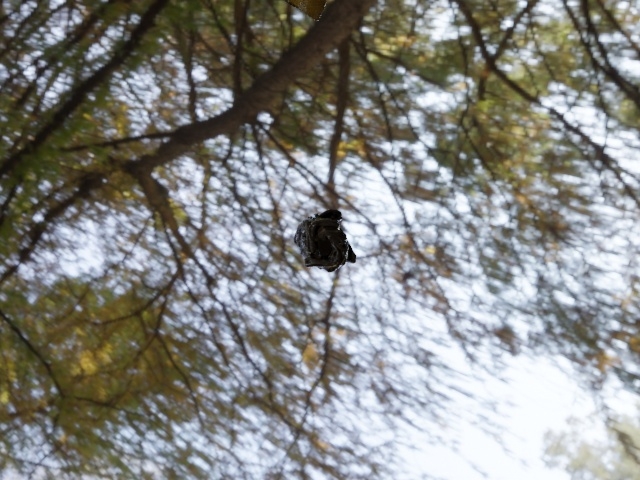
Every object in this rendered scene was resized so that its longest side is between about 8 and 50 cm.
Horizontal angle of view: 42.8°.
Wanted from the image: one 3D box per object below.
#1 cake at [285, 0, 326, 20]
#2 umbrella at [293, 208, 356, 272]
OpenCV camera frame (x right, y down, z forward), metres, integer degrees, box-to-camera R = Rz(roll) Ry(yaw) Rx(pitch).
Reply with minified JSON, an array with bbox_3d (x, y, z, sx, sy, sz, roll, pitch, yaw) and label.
[{"bbox_3d":[-0.064,-0.439,1.370,0.080,0.185,0.116,-72,-17,-52],"label":"cake"},{"bbox_3d":[0.002,-0.006,1.642,0.106,0.358,0.113,-12,-85,-5],"label":"umbrella"}]
